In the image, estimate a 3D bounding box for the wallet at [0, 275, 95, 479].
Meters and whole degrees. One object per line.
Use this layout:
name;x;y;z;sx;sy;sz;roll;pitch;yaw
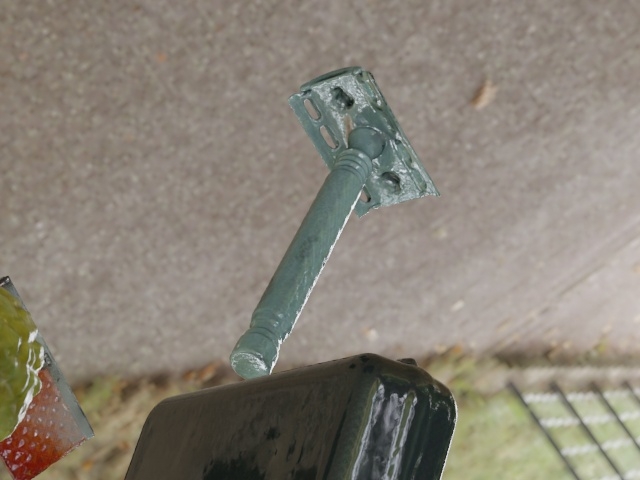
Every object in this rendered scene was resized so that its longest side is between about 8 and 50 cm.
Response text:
wallet;-0.319;0.146;1.482;0.103;0.196;0.020;-33;-165;-27

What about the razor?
razor;0.000;0.000;0.878;0.068;0.106;0.232;-15;-148;32

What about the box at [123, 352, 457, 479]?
box;-0.036;0.133;0.614;0.230;0.050;0.160;-20;-133;59

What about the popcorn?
popcorn;-0.324;0.109;1.229;0.173;0.142;0.173;-36;152;-22
